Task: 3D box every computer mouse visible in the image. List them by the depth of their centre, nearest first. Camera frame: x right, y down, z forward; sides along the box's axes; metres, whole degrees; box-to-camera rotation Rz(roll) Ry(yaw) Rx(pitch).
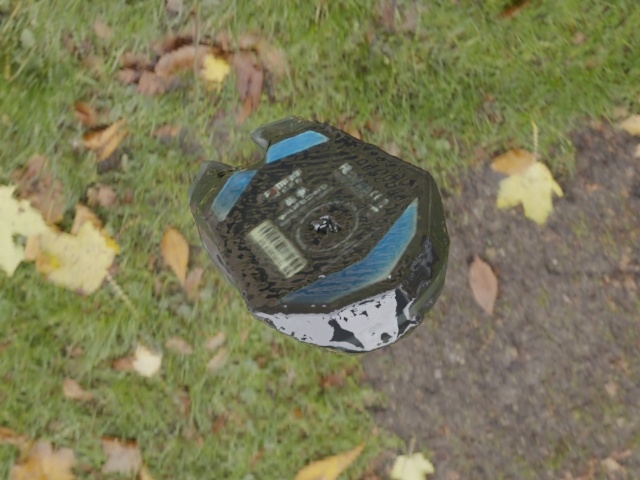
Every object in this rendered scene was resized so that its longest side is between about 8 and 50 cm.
[{"bbox_3d":[0.000,0.000,0.459,0.079,0.135,0.047,-37,134,-9],"label":"computer mouse"}]
